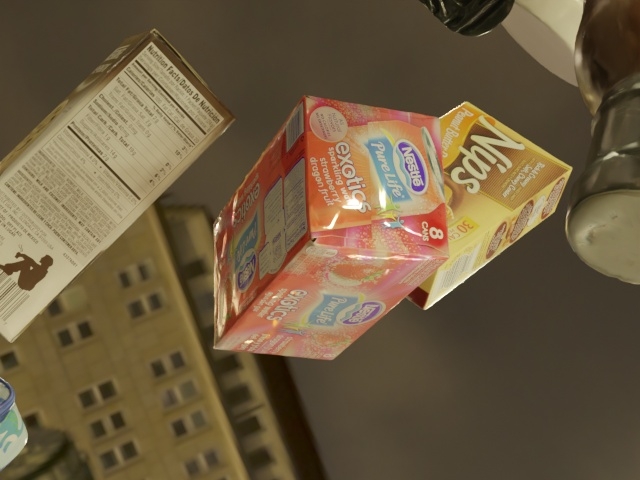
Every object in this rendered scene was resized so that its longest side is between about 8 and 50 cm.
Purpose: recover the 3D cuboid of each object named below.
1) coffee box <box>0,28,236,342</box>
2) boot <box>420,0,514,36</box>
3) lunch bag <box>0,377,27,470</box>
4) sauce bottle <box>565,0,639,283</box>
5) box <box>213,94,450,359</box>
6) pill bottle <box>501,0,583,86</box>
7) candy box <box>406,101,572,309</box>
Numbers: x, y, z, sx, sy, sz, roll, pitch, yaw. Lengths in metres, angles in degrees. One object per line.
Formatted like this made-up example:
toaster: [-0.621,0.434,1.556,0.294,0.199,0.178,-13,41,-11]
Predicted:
coffee box: [-0.238,-0.057,1.257,0.119,0.297,0.168,46,-10,-15]
boot: [0.065,-0.289,1.065,0.246,0.094,0.207,43,22,-19]
lunch bag: [-0.438,0.195,1.422,0.219,0.176,0.090,24,-41,36]
sauce bottle: [0.198,-0.128,0.704,0.111,0.344,0.111,13,-35,10]
box: [0.000,0.000,1.293,0.300,0.142,0.154,131,-38,-58]
pill bottle: [0.303,-0.292,1.210,0.169,0.301,0.169,43,-1,1]
candy box: [0.164,-0.054,1.691,0.183,0.316,0.088,36,-47,22]
